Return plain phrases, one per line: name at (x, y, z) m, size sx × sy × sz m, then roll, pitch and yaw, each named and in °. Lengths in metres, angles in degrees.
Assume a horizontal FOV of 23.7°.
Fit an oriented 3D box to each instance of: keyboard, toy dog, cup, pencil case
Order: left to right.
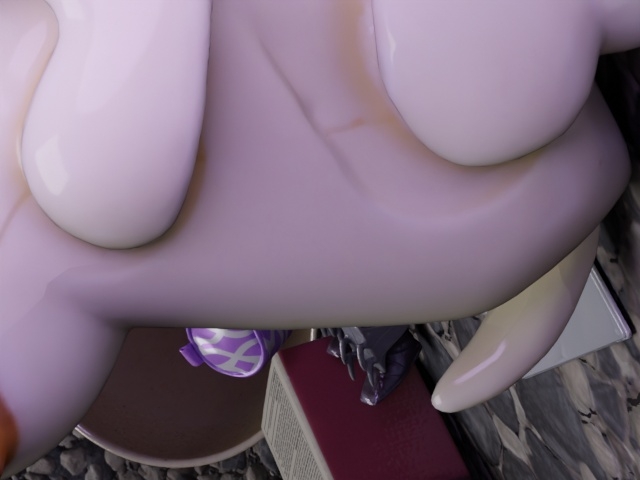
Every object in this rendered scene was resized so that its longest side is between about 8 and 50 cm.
toy dog at (-0.086, -0.047, 0.686) m, size 0.284 × 0.407 × 0.395 m, roll 53°, pitch 166°, yaw 48°
cup at (-0.132, 0.055, 1.668) m, size 0.331 × 0.331 × 0.237 m, roll 63°, pitch -162°, yaw -2°
pencil case at (-0.050, 0.043, 1.403) m, size 0.088 × 0.206 × 0.086 m, roll -29°, pitch 104°, yaw 39°
keyboard at (0.138, 0.043, 0.946) m, size 0.072 × 0.014 × 0.256 m, roll 57°, pitch 170°, yaw 6°

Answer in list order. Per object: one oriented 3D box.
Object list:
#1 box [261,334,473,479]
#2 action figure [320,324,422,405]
box at (0.047, 0.215, 1.410) m, size 0.149 × 0.126 × 0.232 m, roll 101°, pitch 148°, yaw -54°
action figure at (0.000, 0.000, 1.267) m, size 0.185 × 0.099 × 0.285 m, roll 29°, pitch 154°, yaw 48°
